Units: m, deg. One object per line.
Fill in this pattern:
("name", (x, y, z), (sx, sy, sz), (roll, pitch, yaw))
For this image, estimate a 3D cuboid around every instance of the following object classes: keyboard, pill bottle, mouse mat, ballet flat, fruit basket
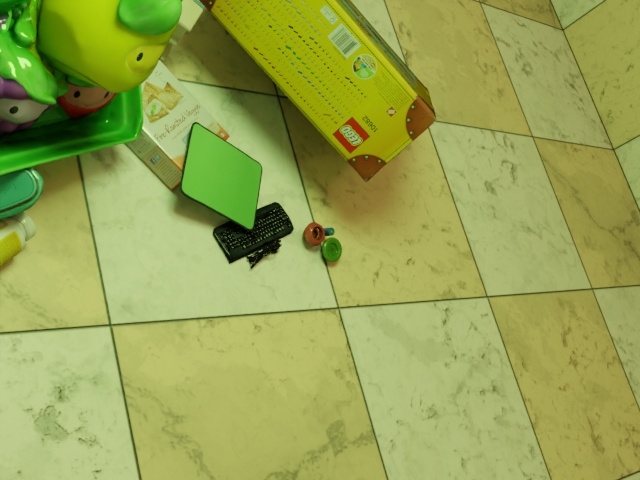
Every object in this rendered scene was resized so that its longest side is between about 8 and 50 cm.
("keyboard", (-0.113, -0.014, 1.511), (0.192, 0.038, 0.100), (-29, 88, -46))
("pill bottle", (-0.479, 0.004, 1.152), (0.065, 0.065, 0.116), (50, 44, -7))
("mouse mat", (-0.181, -0.117, 1.458), (0.190, 0.007, 0.152), (30, 56, -41))
("ballet flat", (-0.517, -0.043, 1.117), (0.247, 0.087, 0.083), (-19, 90, -12))
("fruit basket", (-0.353, -0.258, 1.130), (0.392, 0.392, 0.282), (-18, 116, -46))

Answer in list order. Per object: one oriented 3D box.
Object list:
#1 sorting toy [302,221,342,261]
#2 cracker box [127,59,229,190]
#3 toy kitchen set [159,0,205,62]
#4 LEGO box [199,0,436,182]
("sorting toy", (0.000, 0.000, 1.609), (0.102, 0.042, 0.061), (47, 58, -28))
("cracker box", (-0.299, -0.228, 1.446), (0.232, 0.067, 0.155), (46, 44, -11))
("toy kitchen set", (-0.338, -0.459, 1.463), (0.207, 0.166, 0.122), (34, 56, -23))
("LEGO box", (0.004, -0.405, 1.629), (0.500, 0.193, 0.372), (47, 17, -11))
